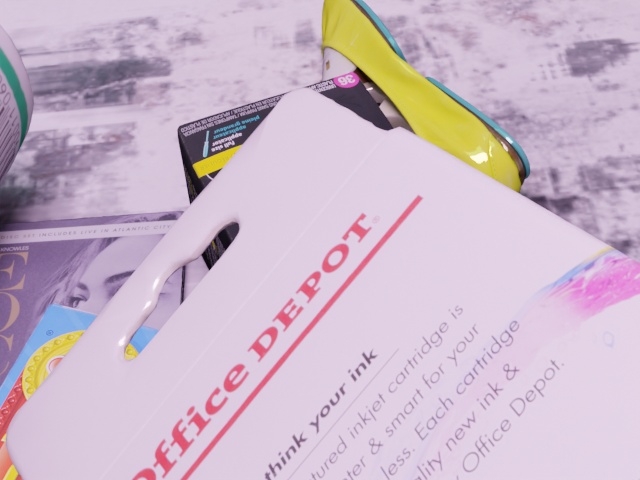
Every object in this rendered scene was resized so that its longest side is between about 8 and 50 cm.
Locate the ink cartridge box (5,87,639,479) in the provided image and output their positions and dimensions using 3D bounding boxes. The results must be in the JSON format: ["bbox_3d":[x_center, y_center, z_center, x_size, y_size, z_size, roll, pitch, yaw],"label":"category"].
[{"bbox_3d":[0.047,0.101,0.423,0.207,0.119,0.353,-50,39,-1],"label":"ink cartridge box"}]

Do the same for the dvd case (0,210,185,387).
[{"bbox_3d":[-0.164,0.068,0.764,0.164,0.018,0.221,-4,45,1],"label":"dvd case"}]

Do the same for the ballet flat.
[{"bbox_3d":[0.045,-0.091,0.869,0.077,0.077,0.231,-36,53,-6],"label":"ballet flat"}]

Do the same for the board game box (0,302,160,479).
[{"bbox_3d":[-0.040,0.196,0.566,0.302,0.086,0.308,13,48,11],"label":"board game box"}]

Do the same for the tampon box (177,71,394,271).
[{"bbox_3d":[0.000,0.000,0.757,0.120,0.101,0.161,-19,47,-13],"label":"tampon box"}]

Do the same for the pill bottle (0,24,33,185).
[{"bbox_3d":[-0.315,0.013,0.695,0.204,0.204,0.361,9,50,13],"label":"pill bottle"}]
